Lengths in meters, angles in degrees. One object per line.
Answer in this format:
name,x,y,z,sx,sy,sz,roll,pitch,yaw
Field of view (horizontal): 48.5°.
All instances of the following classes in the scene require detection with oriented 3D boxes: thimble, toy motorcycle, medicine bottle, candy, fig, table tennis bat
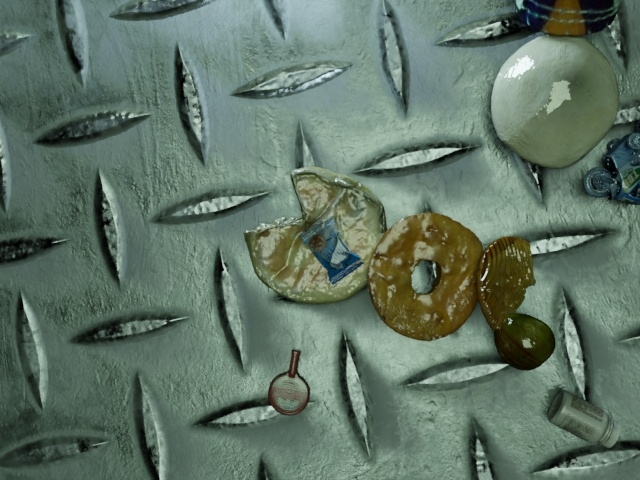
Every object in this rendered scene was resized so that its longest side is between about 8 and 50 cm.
thimble,0.529,-0.550,1.520,0.237,0.150,0.237,0,45,0
toy motorcycle,0.697,-0.168,1.566,0.254,0.092,0.135,-44,94,-7
medicine bottle,0.581,0.396,1.565,0.140,0.079,0.079,27,91,5
candy,0.025,0.019,1.578,0.088,0.038,0.136,-35,84,14
candy,0.509,-0.305,1.538,0.295,0.185,0.296,0,89,-1
fig,0.417,0.176,1.575,0.124,0.124,0.236,-34,75,3
table tennis bat,-0.069,0.332,1.658,0.098,0.019,0.155,10,92,5

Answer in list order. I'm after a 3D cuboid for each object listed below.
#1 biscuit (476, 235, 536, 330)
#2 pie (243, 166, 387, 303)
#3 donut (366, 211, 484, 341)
biscuit,0.406,0.091,1.539,0.176,0.031,0.229,20,65,-28
pie,0.000,0.000,1.632,0.337,0.075,0.338,0,91,0
donut,0.221,0.077,1.565,0.277,0.108,0.278,-1,93,-12
